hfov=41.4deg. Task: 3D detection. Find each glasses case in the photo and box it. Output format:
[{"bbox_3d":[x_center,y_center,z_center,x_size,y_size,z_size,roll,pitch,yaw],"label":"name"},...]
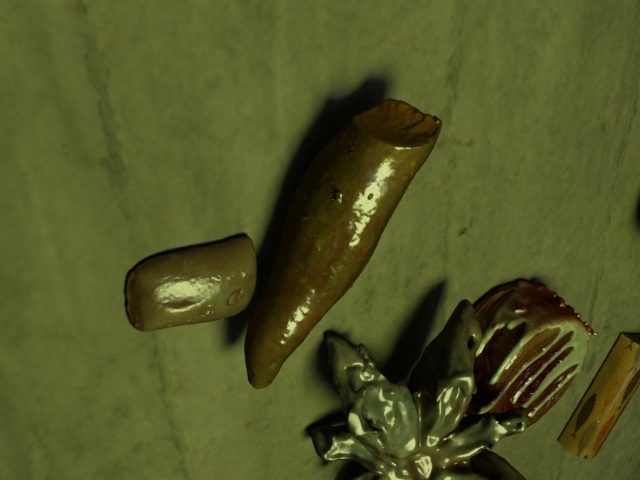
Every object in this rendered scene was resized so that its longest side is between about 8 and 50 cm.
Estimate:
[{"bbox_3d":[0.371,0.198,1.075,0.064,0.041,0.170,6,115,-41],"label":"glasses case"}]

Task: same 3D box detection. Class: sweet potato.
[{"bbox_3d":[0.000,0.000,0.625,0.077,0.077,0.244,15,115,-43],"label":"sweet potato"}]

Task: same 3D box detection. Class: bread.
[{"bbox_3d":[0.200,0.121,0.862,0.160,0.073,0.161,-20,129,-26],"label":"bread"}]

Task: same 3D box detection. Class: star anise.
[{"bbox_3d":[0.093,0.181,0.770,0.198,0.111,0.258,-18,110,2],"label":"star anise"}]

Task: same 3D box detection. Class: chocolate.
[{"bbox_3d":[-0.088,0.035,0.608,0.100,0.031,0.065,-10,122,-32],"label":"chocolate"}]
